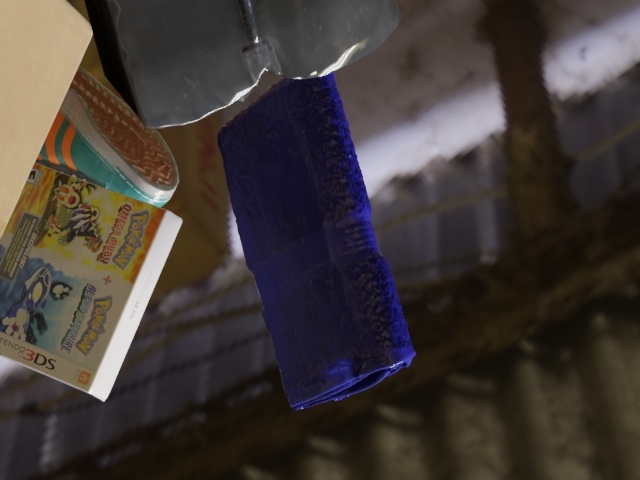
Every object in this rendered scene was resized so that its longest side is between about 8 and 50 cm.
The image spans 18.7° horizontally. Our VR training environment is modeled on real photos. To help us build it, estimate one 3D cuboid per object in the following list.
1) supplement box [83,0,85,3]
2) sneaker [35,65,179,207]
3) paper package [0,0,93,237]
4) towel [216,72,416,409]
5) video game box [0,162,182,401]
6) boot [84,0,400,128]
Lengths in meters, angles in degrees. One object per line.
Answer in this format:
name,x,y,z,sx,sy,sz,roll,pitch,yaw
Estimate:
supplement box,-0.315,-0.428,2.535,0.078,0.233,0.080,-22,172,-36
sneaker,-0.276,-0.108,2.216,0.302,0.108,0.121,43,-65,33
paper package,-0.367,-0.123,1.574,0.168,0.325,0.309,21,-98,20
towel,0.000,0.000,1.924,0.227,0.076,0.308,-30,-106,59
video game box,-0.264,0.038,2.010,0.187,0.048,0.205,19,-97,22
boot,-0.010,-0.322,1.242,0.367,0.445,0.146,-14,-154,-1
